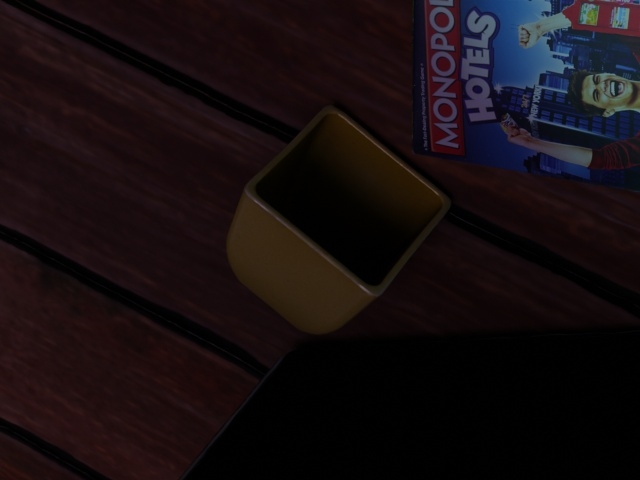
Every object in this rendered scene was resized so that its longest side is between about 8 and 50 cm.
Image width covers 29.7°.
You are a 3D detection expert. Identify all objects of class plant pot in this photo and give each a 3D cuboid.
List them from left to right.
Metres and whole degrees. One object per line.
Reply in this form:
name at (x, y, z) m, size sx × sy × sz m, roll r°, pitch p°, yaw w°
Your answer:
plant pot at (0.000, 0.000, 0.610) m, size 0.081 × 0.081 × 0.083 m, roll 39°, pitch 139°, yaw 3°

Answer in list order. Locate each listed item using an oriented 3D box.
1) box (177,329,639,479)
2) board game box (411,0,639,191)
box at (0.073, 0.360, 0.523) m, size 0.297 × 0.480 × 0.472 m, roll -5°, pitch 115°, yaw 30°
board game box at (0.092, -0.126, 0.495) m, size 0.194 × 0.060 × 0.194 m, roll 13°, pitch 123°, yaw 23°
